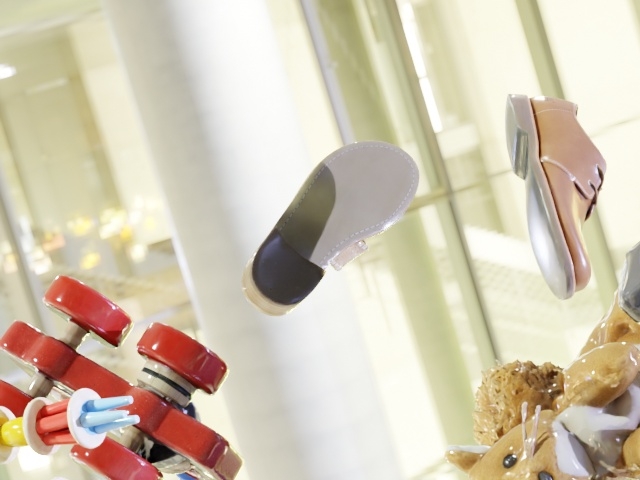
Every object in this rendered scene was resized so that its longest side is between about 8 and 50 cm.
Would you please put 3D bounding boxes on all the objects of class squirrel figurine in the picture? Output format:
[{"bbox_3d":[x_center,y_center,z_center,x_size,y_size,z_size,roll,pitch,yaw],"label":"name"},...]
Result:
[{"bbox_3d":[0.342,0.253,1.985,0.370,0.281,0.397,-39,-179,-15],"label":"squirrel figurine"}]

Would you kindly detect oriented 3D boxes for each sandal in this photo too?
[{"bbox_3d":[-0.005,-0.005,1.394,0.240,0.088,0.079,-46,180,-40],"label":"sandal"}]

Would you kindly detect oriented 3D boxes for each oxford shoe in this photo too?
[{"bbox_3d":[0.203,-0.043,1.265,0.076,0.212,0.076,-2,142,-3],"label":"oxford shoe"}]

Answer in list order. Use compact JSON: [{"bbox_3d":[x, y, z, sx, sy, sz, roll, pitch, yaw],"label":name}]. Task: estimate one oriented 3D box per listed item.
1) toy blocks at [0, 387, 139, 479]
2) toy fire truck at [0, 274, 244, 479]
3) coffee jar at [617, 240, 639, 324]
[{"bbox_3d":[-0.218,0.194,1.337,0.148,0.123,0.054,-13,177,28],"label":"toy blocks"},{"bbox_3d":[-0.209,0.185,1.680,0.302,0.169,0.254,25,165,21],"label":"toy fire truck"},{"bbox_3d":[0.366,0.073,1.456,0.079,0.184,0.096,-47,-168,32],"label":"coffee jar"}]
